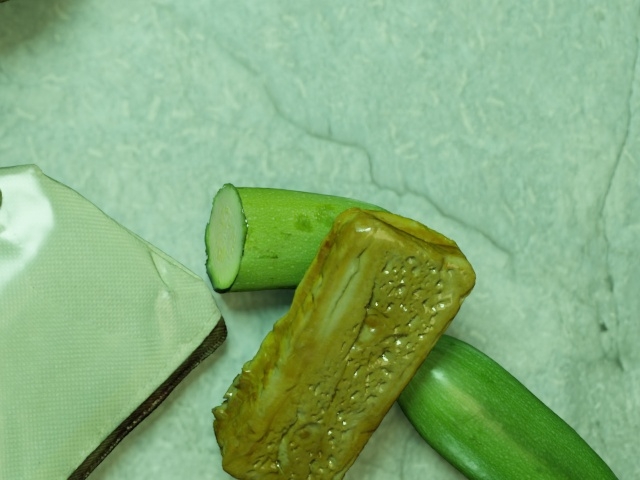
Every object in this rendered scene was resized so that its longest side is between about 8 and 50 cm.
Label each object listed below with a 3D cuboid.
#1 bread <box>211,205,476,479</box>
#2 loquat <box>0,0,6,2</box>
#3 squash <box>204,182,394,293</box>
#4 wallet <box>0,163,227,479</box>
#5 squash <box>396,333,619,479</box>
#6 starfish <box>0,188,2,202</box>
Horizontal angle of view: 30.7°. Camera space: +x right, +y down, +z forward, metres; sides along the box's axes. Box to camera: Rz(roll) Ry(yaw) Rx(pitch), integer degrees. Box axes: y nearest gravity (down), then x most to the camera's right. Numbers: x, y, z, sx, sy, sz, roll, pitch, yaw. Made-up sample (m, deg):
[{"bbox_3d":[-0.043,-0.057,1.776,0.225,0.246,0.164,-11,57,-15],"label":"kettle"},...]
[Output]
[{"bbox_3d":[0.010,0.097,0.991,0.139,0.077,0.271,21,114,-20],"label":"bread"},{"bbox_3d":[-0.266,-0.277,0.835,0.193,0.238,0.238,27,85,2],"label":"loquat"},{"bbox_3d":[0.000,0.000,1.024,0.188,0.095,0.095,2,94,-24],"label":"squash"},{"bbox_3d":[-0.256,0.104,0.949,0.335,0.068,0.275,-47,108,-18],"label":"wallet"},{"bbox_3d":[0.195,0.209,1.101,0.395,0.107,0.107,45,80,-17],"label":"squash"},{"bbox_3d":[-0.352,-0.146,0.786,0.301,0.293,0.084,21,54,-8],"label":"starfish"}]
